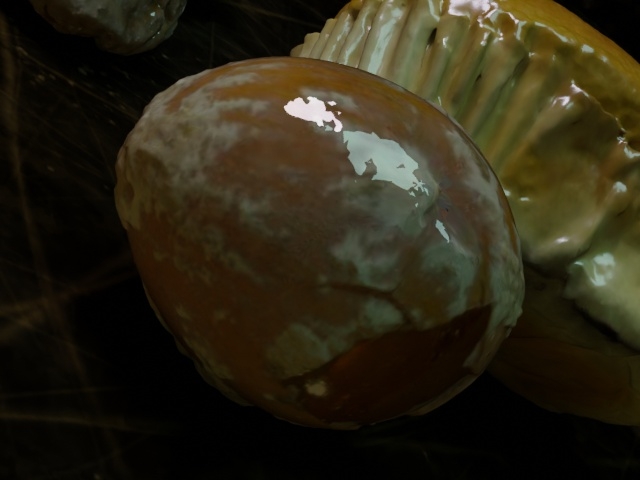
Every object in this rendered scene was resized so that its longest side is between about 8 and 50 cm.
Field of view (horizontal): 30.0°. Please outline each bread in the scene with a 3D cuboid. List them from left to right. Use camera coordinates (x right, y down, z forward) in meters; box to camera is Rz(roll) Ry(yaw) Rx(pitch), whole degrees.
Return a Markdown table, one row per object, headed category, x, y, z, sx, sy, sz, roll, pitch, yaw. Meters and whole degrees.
| category | x | y | z | sx | sy | sz | roll | pitch | yaw |
| --- | --- | --- | --- | --- | --- | --- | --- | --- | --- |
| bread | 0.151 | -0.024 | 0.841 | 0.389 | 0.236 | 0.183 | 39 | 64 | -26 |

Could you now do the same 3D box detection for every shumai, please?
| category | x | y | z | sx | sy | sz | roll | pitch | yaw |
| --- | --- | --- | --- | --- | --- | --- | --- | --- | --- |
| shumai | -0.140 | -0.242 | 0.855 | 0.166 | 0.175 | 0.206 | 37 | 26 | -15 |

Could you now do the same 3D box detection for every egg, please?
| category | x | y | z | sx | sy | sz | roll | pitch | yaw |
| --- | --- | --- | --- | --- | --- | --- | --- | --- | --- |
| egg | 0.000 | 0.000 | 0.641 | 0.233 | 0.195 | 0.195 | 36 | 23 | -27 |
